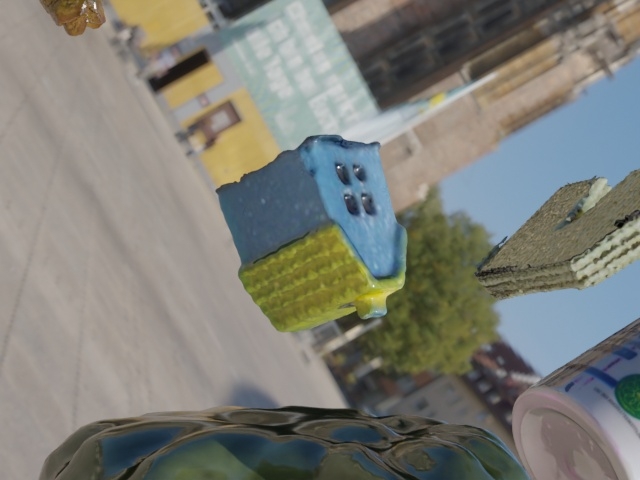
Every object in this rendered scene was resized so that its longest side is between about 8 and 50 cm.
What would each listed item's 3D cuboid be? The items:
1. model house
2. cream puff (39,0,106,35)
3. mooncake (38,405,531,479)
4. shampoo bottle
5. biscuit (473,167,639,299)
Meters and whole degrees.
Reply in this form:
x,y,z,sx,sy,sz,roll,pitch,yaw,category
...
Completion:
x,y,z,sx,sy,sz,roll,pitch,yaw,category
0.000,0.000,1.953,0.215,0.237,0.303,5,65,-48,model house
-0.342,-0.348,1.668,0.116,0.122,0.094,18,4,-35,cream puff
-0.022,0.212,0.843,0.351,0.351,0.187,91,-3,-85,mooncake
0.245,0.049,0.648,0.092,0.303,0.092,45,-29,34,shampoo bottle
0.251,-0.010,1.110,0.046,0.147,0.250,50,-19,-8,biscuit
